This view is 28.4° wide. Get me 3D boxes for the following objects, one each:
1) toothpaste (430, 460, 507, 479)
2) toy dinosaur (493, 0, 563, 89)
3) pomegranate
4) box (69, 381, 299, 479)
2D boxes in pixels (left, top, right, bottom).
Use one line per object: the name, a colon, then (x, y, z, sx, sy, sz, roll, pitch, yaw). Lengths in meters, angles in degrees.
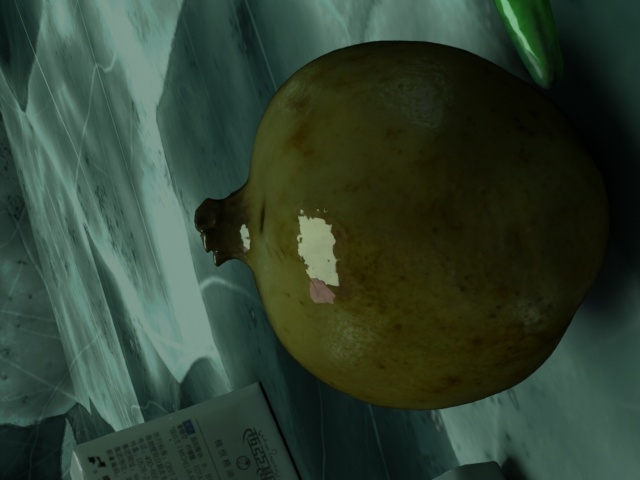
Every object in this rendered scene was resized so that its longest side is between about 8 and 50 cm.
toothpaste: (0.150, 0.309, 0.729, 0.125, 0.080, 0.371, 21, -140, -55)
toy dinosaur: (-0.033, -0.193, 0.723, 0.374, 0.144, 0.500, 100, 151, -62)
pomegranate: (0.035, -0.006, 0.618, 0.196, 0.196, 0.196, 53, 153, 42)
box: (-0.111, 0.308, 1.268, 0.274, 0.203, 0.116, 65, 159, 17)
